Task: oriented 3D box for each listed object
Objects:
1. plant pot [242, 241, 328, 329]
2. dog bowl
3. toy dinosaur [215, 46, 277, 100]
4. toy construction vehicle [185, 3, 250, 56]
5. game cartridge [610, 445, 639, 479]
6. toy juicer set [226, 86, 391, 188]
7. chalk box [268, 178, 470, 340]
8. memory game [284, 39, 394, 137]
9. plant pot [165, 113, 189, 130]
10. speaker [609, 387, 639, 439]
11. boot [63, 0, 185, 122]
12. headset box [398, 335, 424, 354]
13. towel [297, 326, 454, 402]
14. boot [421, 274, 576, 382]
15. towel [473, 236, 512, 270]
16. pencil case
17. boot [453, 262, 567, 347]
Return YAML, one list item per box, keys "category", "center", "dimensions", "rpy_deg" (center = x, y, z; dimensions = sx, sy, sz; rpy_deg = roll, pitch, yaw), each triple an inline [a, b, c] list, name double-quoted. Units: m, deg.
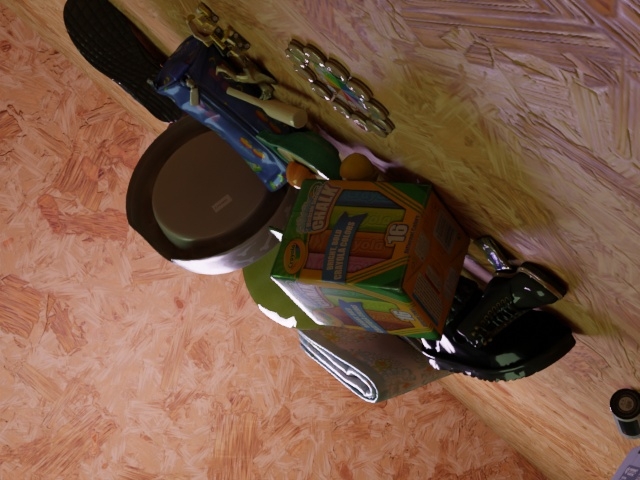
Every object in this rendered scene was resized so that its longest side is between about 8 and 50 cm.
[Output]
- category: "plant pot"
  center: [0.005, 0.018, 2.041]
  dimensions: [0.275, 0.275, 0.293]
  rpy_deg: [40, 158, -2]
- category: "dog bowl"
  center: [-0.192, -0.091, 1.934]
  dimensions: [0.349, 0.349, 0.102]
  rpy_deg: [35, 169, 35]
- category: "toy dinosaur"
  center: [-0.112, -0.265, 1.596]
  dimensions: [0.093, 0.053, 0.183]
  rpy_deg: [23, 179, 6]
- category: "toy construction vehicle"
  center: [-0.159, -0.310, 1.541]
  dimensions: [0.098, 0.035, 0.086]
  rpy_deg: [41, 173, -14]
- category: "game cartridge"
  center: [0.584, 0.455, 1.834]
  dimensions: [0.062, 0.198, 0.297]
  rpy_deg: [40, 174, 5]
- category: "toy juicer set"
  center: [-0.007, -0.120, 1.619]
  dimensions: [0.329, 0.089, 0.209]
  rpy_deg: [37, 174, -23]
- category: "chalk box"
  center: [0.050, 0.025, 1.560]
  dimensions: [0.289, 0.179, 0.180]
  rpy_deg: [3, 153, 32]
- category: "memory game"
  center: [0.024, -0.200, 1.362]
  dimensions: [0.186, 0.012, 0.186]
  rpy_deg: [39, 173, 5]
- category: "plant pot"
  center: [-0.264, -0.197, 2.304]
  dimensions: [0.180, 0.201, 0.201]
  rpy_deg: [25, 178, -16]
- category: "speaker"
  center: [0.524, 0.295, 1.728]
  dimensions: [0.055, 0.055, 0.136]
  rpy_deg: [36, 172, 31]
- category: "boot"
  center: [-0.423, -0.384, 2.171]
  dimensions: [0.338, 0.118, 0.223]
  rpy_deg: [52, 176, -20]
- category: "headset box"
  center: [0.169, 0.145, 2.447]
  dimensions: [0.218, 0.110, 0.293]
  rpy_deg: [43, 173, -32]
- category: "towel"
  center: [0.158, 0.262, 2.602]
  dimensions: [0.374, 0.320, 0.090]
  rpy_deg: [34, 133, 47]
- category: "boot"
  center: [0.233, 0.093, 1.683]
  dimensions: [0.348, 0.131, 0.260]
  rpy_deg: [-6, 117, 54]
- category: "towel"
  center: [0.255, 0.020, 1.515]
  dimensions: [0.060, 0.009, 0.083]
  rpy_deg: [53, 174, -2]
- category: "pencil case"
  center: [-0.142, -0.212, 1.729]
  dimensions: [0.306, 0.119, 0.133]
  rpy_deg: [41, -163, -24]
- category: "boot"
  center: [0.274, 0.107, 1.491]
  dimensions: [0.077, 0.137, 0.198]
  rpy_deg: [40, 172, -3]
